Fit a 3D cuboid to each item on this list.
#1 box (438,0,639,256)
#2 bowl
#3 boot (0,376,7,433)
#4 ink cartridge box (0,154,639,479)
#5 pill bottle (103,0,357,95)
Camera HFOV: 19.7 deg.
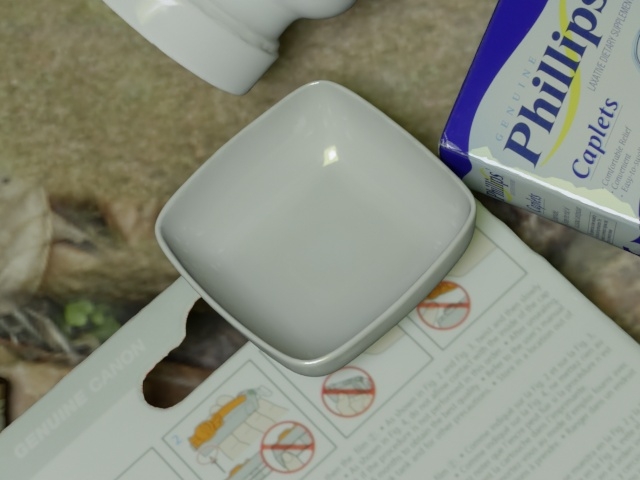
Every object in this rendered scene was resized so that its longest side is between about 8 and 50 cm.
[{"bbox_3d":[0.148,-0.073,0.987,0.137,0.072,0.126,22,83,11],"label":"box"},{"bbox_3d":[0.000,0.000,0.991,0.142,0.053,0.142,-42,61,-13],"label":"bowl"},{"bbox_3d":[-0.291,0.162,1.089,0.213,0.077,0.165,-2,95,-7],"label":"boot"},{"bbox_3d":[0.052,0.159,0.986,0.308,0.091,0.385,-41,65,-12],"label":"ink cartridge box"},{"bbox_3d":[-0.006,-0.215,0.986,0.153,0.153,0.265,42,100,8],"label":"pill bottle"}]
